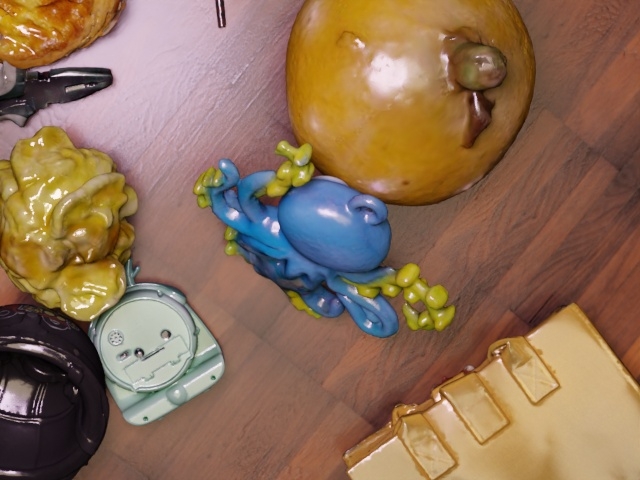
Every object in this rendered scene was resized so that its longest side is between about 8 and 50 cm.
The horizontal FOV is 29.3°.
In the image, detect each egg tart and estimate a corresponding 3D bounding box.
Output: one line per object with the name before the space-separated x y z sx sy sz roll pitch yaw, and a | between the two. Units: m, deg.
egg tart | -0.375 -0.359 1.530 0.297 0.132 0.297 3 134 3

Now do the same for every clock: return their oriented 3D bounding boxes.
clock | -0.239 0.131 1.650 0.159 0.066 0.211 -33 98 -3

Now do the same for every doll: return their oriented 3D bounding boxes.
doll | 0.000 0.000 1.541 0.346 0.341 0.099 38 66 -16

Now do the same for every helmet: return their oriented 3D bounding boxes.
helmet | -0.388 0.192 1.589 0.230 0.160 0.279 12 125 -11

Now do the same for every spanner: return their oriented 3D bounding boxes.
spanner | -0.429 -0.181 1.585 0.324 0.040 0.096 -12 137 -3

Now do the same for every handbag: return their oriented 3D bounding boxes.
handbag | 0.259 0.295 1.698 0.401 0.133 0.283 -35 94 -2

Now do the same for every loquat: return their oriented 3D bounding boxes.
loquat | 0.117 -0.202 1.509 0.328 0.359 0.329 -2 94 -22

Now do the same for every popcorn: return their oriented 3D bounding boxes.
popcorn | -0.321 -0.022 1.545 0.181 0.217 0.235 -7 130 -21

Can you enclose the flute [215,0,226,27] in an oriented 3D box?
flute | -0.145 -0.418 1.623 0.014 0.014 0.270 -6 97 -6
